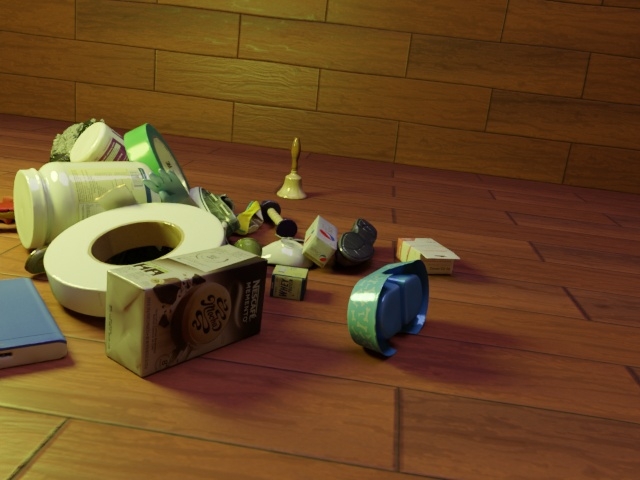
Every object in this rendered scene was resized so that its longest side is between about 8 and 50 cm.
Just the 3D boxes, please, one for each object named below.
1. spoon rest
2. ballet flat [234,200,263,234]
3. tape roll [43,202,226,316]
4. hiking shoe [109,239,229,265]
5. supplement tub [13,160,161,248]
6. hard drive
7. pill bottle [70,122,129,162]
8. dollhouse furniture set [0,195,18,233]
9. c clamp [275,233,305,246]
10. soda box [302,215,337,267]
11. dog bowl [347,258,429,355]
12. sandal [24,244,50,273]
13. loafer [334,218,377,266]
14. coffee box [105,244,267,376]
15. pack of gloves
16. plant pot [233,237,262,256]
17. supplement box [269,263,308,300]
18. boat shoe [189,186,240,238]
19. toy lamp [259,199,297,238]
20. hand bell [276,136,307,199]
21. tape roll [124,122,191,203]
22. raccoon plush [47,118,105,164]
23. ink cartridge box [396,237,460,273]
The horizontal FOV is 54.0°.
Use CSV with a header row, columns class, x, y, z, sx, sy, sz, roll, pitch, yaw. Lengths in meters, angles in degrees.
class,x,y,z,sx,sy,sz,roll,pitch,yaw
spoon rest,-0.153,0.028,1.756,0.276,0.084,0.137,18,15,-10
ballet flat,-0.230,-0.066,2.048,0.077,0.077,0.231,30,22,3
tape roll,-0.401,0.031,1.390,0.391,0.072,0.392,-1,30,1
hiking shoe,-0.390,0.011,1.617,0.304,0.113,0.132,-1,18,-24
supplement tub,-0.614,-0.091,1.661,0.324,0.236,0.235,-6,21,-37
hard drive,-0.623,0.151,1.176,0.210,0.040,0.318,-5,20,-34
pill bottle,-0.659,-0.240,2.089,0.301,0.169,0.169,40,-9,-39
dollhouse furniture set,-0.785,-0.122,1.847,0.374,0.152,0.201,-2,18,-26
c clamp,-0.042,0.009,1.896,0.160,0.022,0.137,9,14,-27
soda box,0.000,0.000,1.790,0.074,0.069,0.216,35,15,-8
dog bowl,0.148,0.136,1.339,0.074,0.166,0.297,3,12,29
sandal,-0.600,0.036,1.513,0.060,0.090,0.219,35,29,19
loafer,0.097,0.026,1.852,0.109,0.095,0.302,38,24,1
coffee box,-0.249,0.121,1.200,0.118,0.168,0.297,19,21,35
pack of gloves,-0.420,-0.072,1.593,0.195,0.232,0.046,-29,55,-3
plant pot,-0.190,0.049,1.653,0.083,0.083,0.079,3,30,-13
supplement box,-0.076,0.101,1.534,0.083,0.056,0.083,8,16,3
boat shoe,-0.317,-0.084,1.928,0.119,0.121,0.335,-25,34,-9
toy lamp,-0.149,-0.074,2.080,0.080,0.080,0.275,1,19,-18
hand bell,-0.105,-0.300,2.566,0.126,0.242,0.126,6,15,-2
tape roll,-0.494,-0.204,1.962,0.077,0.321,0.321,-27,18,1
raccoon plush,-0.839,-0.218,2.238,0.216,0.299,0.446,25,60,36
ink cartridge box,0.314,0.050,1.848,0.115,0.067,0.198,1,15,-17
